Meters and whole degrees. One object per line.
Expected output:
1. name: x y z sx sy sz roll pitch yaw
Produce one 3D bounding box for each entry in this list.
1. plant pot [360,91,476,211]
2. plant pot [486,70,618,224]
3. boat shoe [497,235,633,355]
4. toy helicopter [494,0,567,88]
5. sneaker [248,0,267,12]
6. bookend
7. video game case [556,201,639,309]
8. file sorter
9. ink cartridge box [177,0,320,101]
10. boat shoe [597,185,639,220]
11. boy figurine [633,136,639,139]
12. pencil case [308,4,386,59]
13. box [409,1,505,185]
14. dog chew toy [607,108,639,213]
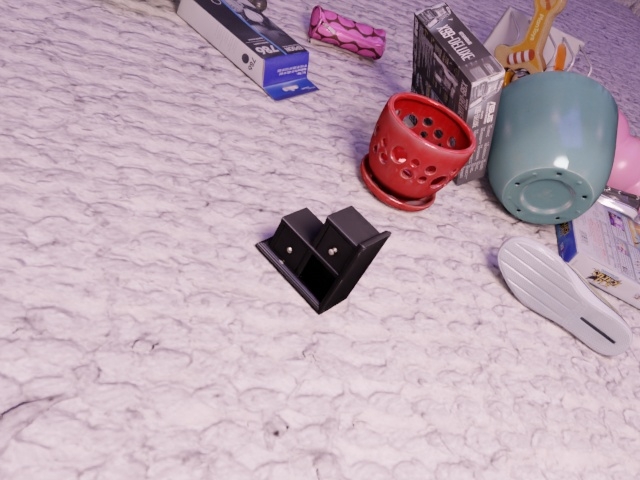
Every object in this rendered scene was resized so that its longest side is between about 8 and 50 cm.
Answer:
1. plant pot: 0.179 -0.169 1.243 0.191 0.174 0.191 18 41 -16
2. plant pot: 0.498 -0.178 1.388 0.293 0.293 0.235 23 55 -10
3. boat shoe: 0.460 0.101 1.212 0.302 0.109 0.094 42 24 0
4. toy helicopter: 0.582 -0.505 1.717 0.140 0.355 0.235 -11 38 -40
5. sneaker: -0.197 -0.670 1.591 0.078 0.106 0.234 -10 54 -38
6. bookend: 0.000 0.000 0.962 0.156 0.157 0.072 46 41 17
7. video game case: 0.656 0.019 1.439 0.244 0.061 0.269 26 39 -5
8. file sorter: 0.649 -0.544 1.937 0.277 0.193 0.173 19 43 -15
9. ink cartridge box: -0.150 -0.445 1.418 0.332 0.065 0.165 43 40 14
10. boat shoe: 0.679 -0.127 1.561 0.228 0.076 0.080 26 -6 12
11. boy figurine: 0.941 -0.245 1.882 0.177 0.092 0.285 44 40 16
12. pencil case: 0.072 -0.529 1.628 0.209 0.095 0.098 10 8 -21
13. box: 0.279 -0.306 1.358 0.076 0.307 0.242 -21 55 -9
14. dog chew toy: 0.749 -0.203 1.637 0.332 0.206 0.206 48 41 8
